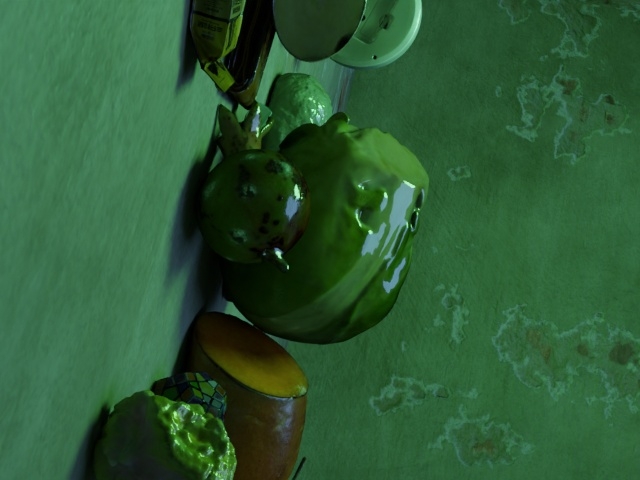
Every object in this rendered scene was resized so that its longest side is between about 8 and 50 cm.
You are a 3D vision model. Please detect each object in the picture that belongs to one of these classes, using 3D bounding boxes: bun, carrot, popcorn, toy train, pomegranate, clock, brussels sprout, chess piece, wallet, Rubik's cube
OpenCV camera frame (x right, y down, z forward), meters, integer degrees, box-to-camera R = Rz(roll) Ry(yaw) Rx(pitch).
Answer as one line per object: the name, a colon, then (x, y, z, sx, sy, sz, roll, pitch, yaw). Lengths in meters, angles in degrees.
bun: (-0.037, -0.212, 1.469, 0.195, 0.118, 0.195, 10, 90, -89)
carrot: (-0.121, 0.296, 1.225, 0.193, 0.214, 0.331, -56, 162, -74)
popcorn: (-0.160, 0.224, 0.831, 0.126, 0.145, 0.125, 115, -17, -70)
toy train: (-0.097, -0.163, 1.150, 0.053, 0.033, 0.083, -54, -177, -12)
pomegranate: (-0.080, -0.070, 1.034, 0.156, 0.156, 0.220, 96, 3, -63)
clock: (0.087, -0.459, 1.600, 0.083, 0.231, 0.230, -57, 159, -79)
brussels sprout: (0.000, 0.000, 1.233, 0.371, 0.276, 0.314, -45, -158, 40)
chess piece: (-0.005, -0.314, 1.102, 0.307, 0.124, 0.138, -99, 171, -80)
wallet: (-0.082, -0.279, 1.072, 0.161, 0.042, 0.195, -22, 124, -86)
Rubik's cube: (-0.172, 0.220, 1.031, 0.093, 0.111, 0.111, -33, 143, -45)

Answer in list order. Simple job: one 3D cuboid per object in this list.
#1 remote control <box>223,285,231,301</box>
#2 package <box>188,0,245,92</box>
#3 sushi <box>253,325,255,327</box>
remote control: (-0.135, 0.016, 1.443, 0.059, 0.028, 0.212, 94, 9, -49)
package: (-0.106, -0.226, 0.833, 0.071, 0.047, 0.131, -76, 179, -64)
sushi: (-0.149, 0.328, 1.673, 0.124, 0.130, 0.332, -83, -170, -72)
